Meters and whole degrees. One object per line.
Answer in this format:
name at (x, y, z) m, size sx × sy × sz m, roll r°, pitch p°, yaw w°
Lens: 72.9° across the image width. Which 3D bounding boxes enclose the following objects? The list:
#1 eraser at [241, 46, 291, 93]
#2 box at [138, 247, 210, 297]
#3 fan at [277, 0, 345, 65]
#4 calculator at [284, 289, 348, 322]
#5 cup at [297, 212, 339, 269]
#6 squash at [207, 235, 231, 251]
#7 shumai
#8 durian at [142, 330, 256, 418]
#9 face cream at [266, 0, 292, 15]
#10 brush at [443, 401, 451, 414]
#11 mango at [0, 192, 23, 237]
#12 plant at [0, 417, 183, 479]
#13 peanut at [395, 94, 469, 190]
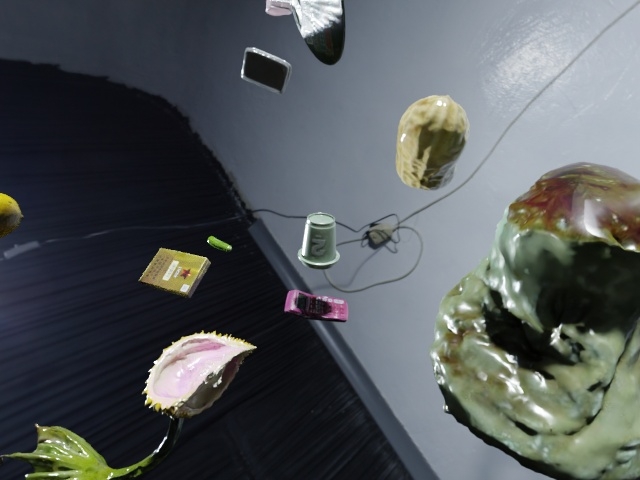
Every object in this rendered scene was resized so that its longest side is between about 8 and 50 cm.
eraser at (-0.107, -0.351, 0.907) m, size 0.089 × 0.352 × 0.061 m, roll 21°, pitch 107°, yaw -10°
box at (-0.313, 0.067, 0.930) m, size 0.133 × 0.090 × 0.023 m, roll 10°, pitch 150°, yaw 23°
fan at (-0.022, -0.441, 0.840) m, size 0.224 × 0.012 × 0.294 m, roll 67°, pitch 162°, yaw -9°
calculator at (-0.011, 0.203, 1.311) m, size 0.190 × 0.127 × 0.034 m, roll 10°, pitch 110°, yaw -2°
cup at (0.000, 0.000, 1.212) m, size 0.120 × 0.120 × 0.141 m, roll 24°, pitch 119°, yaw 34°
squash at (-0.282, 0.011, 1.207) m, size 0.089 × 0.027 × 0.027 m, roll 22°, pitch 115°, yaw 34°
shumai at (0.341, 0.072, 0.556) m, size 0.324 × 0.397 × 0.324 m, roll 38°, pitch 131°, yaw 49°
durian at (-0.236, 0.259, 0.841) m, size 0.165 × 0.183 × 0.132 m, roll 36°, pitch 148°, yaw -24°
face cream at (-0.086, -0.641, 1.020) m, size 0.084 × 0.057 × 0.199 m, roll 20°, pitch 108°, yaw 44°
brush at (0.360, 0.380, 0.941) m, size 0.190 × 0.027 × 0.034 m, roll 3°, pitch 61°, yaw 36°
mango at (-0.695, -0.038, 0.870) m, size 0.076 × 0.161 × 0.103 m, roll 34°, pitch 141°, yaw 30°
plant at (-0.423, 0.459, 0.813) m, size 0.333 × 0.180 × 0.251 m, roll -12°, pitch 90°, yaw 10°
peanut at (0.231, -0.191, 0.915) m, size 0.140 × 0.325 × 0.154 m, roll 7°, pitch 82°, yaw 12°
